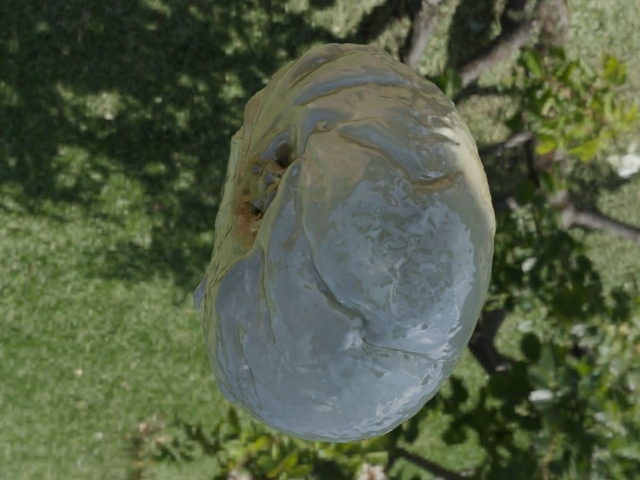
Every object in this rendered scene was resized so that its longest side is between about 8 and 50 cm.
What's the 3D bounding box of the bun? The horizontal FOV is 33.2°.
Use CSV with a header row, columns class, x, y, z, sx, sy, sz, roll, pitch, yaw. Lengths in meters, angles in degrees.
class,x,y,z,sx,sy,sz,roll,pitch,yaw
bun,0.000,0.000,0.509,0.111,0.164,0.188,9,105,-35
